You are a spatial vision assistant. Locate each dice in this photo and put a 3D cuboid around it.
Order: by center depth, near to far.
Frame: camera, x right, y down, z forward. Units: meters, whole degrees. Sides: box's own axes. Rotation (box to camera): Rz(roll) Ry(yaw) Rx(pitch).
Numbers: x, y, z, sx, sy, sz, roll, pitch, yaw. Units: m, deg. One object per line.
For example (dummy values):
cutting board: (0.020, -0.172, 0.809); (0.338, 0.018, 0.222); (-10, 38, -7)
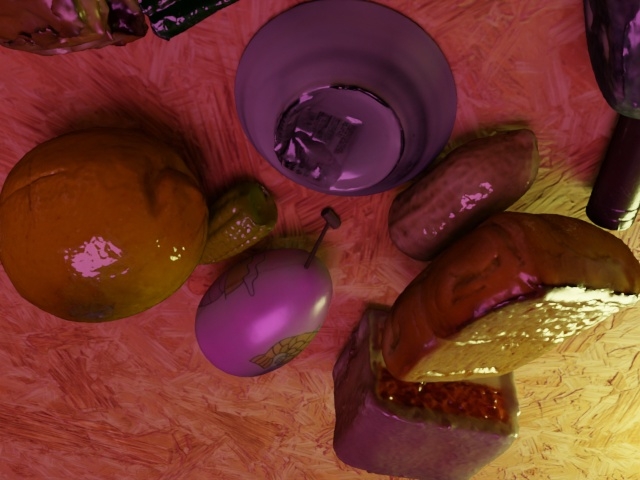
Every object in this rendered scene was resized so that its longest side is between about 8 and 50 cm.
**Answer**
dice: (0.390, -0.249, 0.703); (0.182, 0.183, 0.182); (-10, 130, 15)

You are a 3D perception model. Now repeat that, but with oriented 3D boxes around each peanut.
peanut: (0.206, -0.067, 0.944); (0.253, 0.137, 0.122); (-44, 73, 36)

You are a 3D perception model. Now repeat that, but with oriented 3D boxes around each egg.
egg: (-0.097, 0.117, 1.105); (0.196, 0.196, 0.271); (25, 128, -16)

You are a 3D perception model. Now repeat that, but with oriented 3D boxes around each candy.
candy: (-0.158, -0.015, 1.061); (0.096, 0.097, 0.209); (36, 133, -25)

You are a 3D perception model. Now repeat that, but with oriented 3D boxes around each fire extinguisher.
fire extinguisher: (0.439, -0.137, 0.884); (0.089, 0.072, 0.268); (-18, 136, -19)

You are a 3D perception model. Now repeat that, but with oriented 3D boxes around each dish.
dish: (0.030, -0.158, 0.887); (0.316, 0.106, 0.317); (4, 134, 4)

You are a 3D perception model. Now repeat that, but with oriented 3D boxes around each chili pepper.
chili pepper: (-0.115, -0.323, 0.784); (0.226, 0.059, 0.088); (-18, 117, 18)

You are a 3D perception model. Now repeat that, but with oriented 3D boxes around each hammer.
hammer: (0.000, 0.000, 1.040); (0.019, 0.110, 0.035); (-6, 138, 43)

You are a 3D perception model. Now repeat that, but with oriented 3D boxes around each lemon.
lemon: (-0.310, -0.023, 0.943); (0.296, 0.297, 0.297); (4, 134, 4)

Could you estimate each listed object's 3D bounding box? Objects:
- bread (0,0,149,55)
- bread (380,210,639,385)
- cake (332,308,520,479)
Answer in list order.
bread: (-0.344, -0.311, 0.665); (0.324, 0.167, 0.278); (23, 143, 35)
bread: (0.264, 0.088, 0.970); (0.336, 0.148, 0.328); (5, 145, -35)
cake: (0.189, 0.293, 1.210); (0.308, 0.237, 0.230); (12, 137, -7)
